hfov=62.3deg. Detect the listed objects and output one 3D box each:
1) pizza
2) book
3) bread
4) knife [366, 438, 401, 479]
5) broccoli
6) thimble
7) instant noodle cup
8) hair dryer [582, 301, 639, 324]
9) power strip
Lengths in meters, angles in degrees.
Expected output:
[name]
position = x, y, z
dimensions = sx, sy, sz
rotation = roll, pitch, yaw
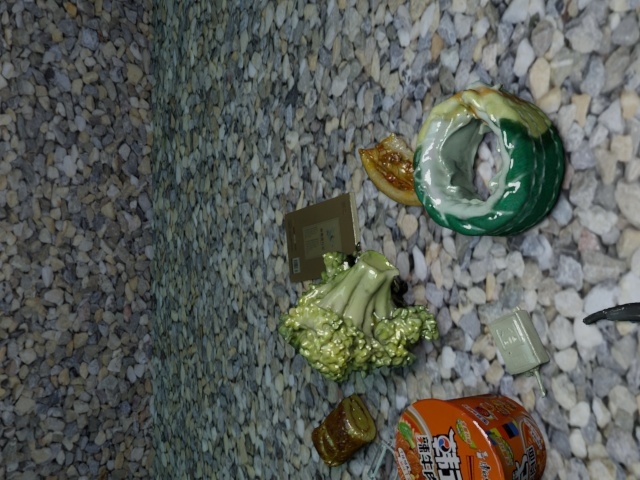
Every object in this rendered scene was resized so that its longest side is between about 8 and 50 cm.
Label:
[pizza]
position = 0.180, -0.167, 1.262
dimensions = 0.271, 0.056, 0.134
rotation = 55, 138, 33
[book]
position = 0.000, 0.000, 1.513
dimensions = 0.310, 0.021, 0.216
rotation = -13, 80, 50
[bread]
position = 0.057, 0.502, 1.390
dimensions = 0.172, 0.103, 0.132
rotation = -53, 56, 34
[knife]
position = 0.217, 0.564, 1.173
dimensions = 0.278, 0.053, 0.123
rotation = 30, 107, 51
[broccoli]
position = 0.071, 0.135, 1.172
dimensions = 0.280, 0.348, 0.293
rotation = -61, 41, 38
[thimble]
position = 0.315, -0.150, 1.011
dimensions = 0.254, 0.167, 0.288
rotation = 5, 96, 50
[instant noodle cup]
position = 0.296, 0.415, 1.027
dimensions = 0.250, 0.192, 0.250
rotation = 1, 91, 51
[hair dryer]
position = 0.529, 0.146, 0.856
dimensions = 0.219, 0.075, 0.195
rotation = -11, 91, 61
[power strip]
position = 0.392, 0.217, 1.023
dimensions = 0.075, 0.042, 0.175
rotation = -41, 60, 42
